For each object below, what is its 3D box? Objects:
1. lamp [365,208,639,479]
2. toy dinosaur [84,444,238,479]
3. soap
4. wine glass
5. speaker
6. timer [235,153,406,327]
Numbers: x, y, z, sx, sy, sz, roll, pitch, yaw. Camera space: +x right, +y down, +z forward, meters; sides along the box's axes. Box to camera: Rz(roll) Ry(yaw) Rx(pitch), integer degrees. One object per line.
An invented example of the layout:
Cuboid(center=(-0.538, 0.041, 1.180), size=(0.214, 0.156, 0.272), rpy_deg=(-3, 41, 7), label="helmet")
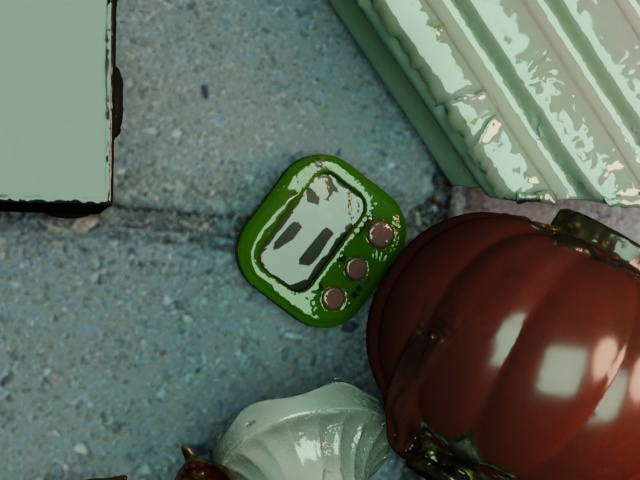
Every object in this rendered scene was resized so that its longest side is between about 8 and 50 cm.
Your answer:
Cuboid(center=(0.182, 0.107, 1.501), size=(0.303, 0.303, 0.257), rpy_deg=(33, 85, -7), label="lamp")
Cuboid(center=(-0.158, 0.285, 1.481), size=(0.327, 0.113, 0.206), rpy_deg=(-12, 95, 26), label="toy dinosaur")
Cuboid(center=(0.168, -0.212, 1.589), size=(0.261, 0.156, 0.446), rpy_deg=(-35, 94, -10), label="soap")
Cuboid(center=(0.007, 0.237, 1.509), size=(0.165, 0.165, 0.196), rpy_deg=(-14, 53, -9), label="wine glass")
Cuboid(center=(-0.281, -0.113, 1.464), size=(0.232, 0.254, 0.184), rpy_deg=(1, 89, -9), label="speaker")
Cuboid(center=(0.000, 0.000, 1.611), size=(0.128, 0.047, 0.140), rpy_deg=(38, 83, -8), label="timer")
